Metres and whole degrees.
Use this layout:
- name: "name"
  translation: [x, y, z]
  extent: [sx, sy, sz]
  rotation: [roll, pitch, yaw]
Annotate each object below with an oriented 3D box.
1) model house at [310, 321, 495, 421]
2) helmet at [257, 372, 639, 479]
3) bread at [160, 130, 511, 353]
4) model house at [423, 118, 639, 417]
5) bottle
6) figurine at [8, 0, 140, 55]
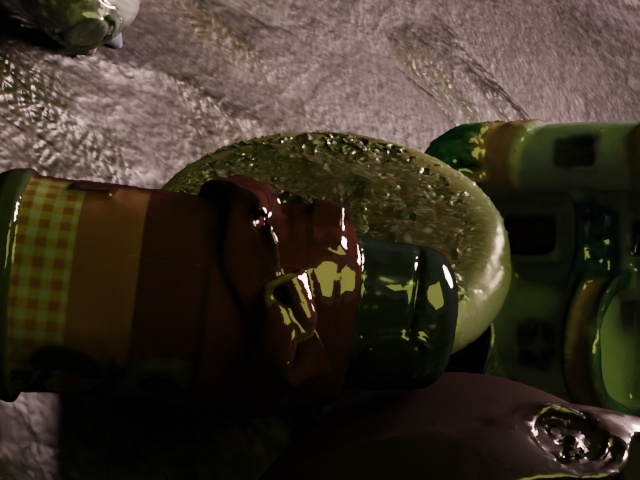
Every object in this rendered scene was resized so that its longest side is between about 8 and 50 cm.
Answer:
- name: "model house"
  translation: [0.047, 0.110, 1.218]
  extent: [0.088, 0.167, 0.117]
  rotation: [12, 13, -11]
- name: "helmet"
  translation: [0.066, 0.180, 1.075]
  extent: [0.177, 0.225, 0.305]
  rotation: [33, 39, 28]
- name: "bread"
  translation: [0.000, 0.000, 1.203]
  extent: [0.267, 0.040, 0.267]
  rotation: [1, 36, -1]
- name: "model house"
  translation: [0.245, 0.043, 1.283]
  extent: [0.194, 0.325, 0.267]
  rotation: [10, 83, -49]
- name: "bottle"
  translation: [-0.058, 0.032, 1.024]
  extent: [0.271, 0.143, 0.156]
  rotation: [5, 33, -1]
- name: "figurine"
  translation: [-0.181, -0.208, 1.255]
  extent: [0.208, 0.128, 0.183]
  rotation: [29, 34, -47]
